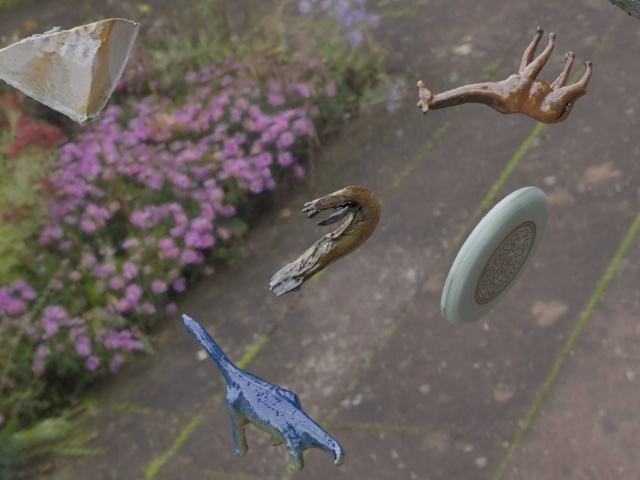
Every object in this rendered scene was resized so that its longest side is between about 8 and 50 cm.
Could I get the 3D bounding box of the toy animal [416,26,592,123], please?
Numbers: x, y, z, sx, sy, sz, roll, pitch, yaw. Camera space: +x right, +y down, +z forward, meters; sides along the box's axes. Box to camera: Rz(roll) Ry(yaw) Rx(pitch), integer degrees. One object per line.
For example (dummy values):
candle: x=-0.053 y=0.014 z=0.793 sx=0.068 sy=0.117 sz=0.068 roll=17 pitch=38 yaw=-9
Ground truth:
toy animal: x=0.294 y=-0.249 z=1.929 sx=0.230 sy=0.224 sz=0.066 roll=-52 pitch=-2 yaw=-1

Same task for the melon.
melon: x=-0.313 y=-0.211 z=1.490 sx=0.202 sy=0.139 sz=0.093 roll=-14 pitch=-5 yaw=-9

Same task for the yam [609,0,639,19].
yam: x=0.245 y=-0.288 z=1.104 sx=0.183 sy=0.107 sz=0.107 roll=28 pitch=45 yaw=8

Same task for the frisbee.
frisbee: x=0.121 y=0.013 z=0.815 sx=0.014 sy=0.110 sz=0.110 roll=37 pitch=58 yaw=27

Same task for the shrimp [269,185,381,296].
shrimp: x=0.000 y=0.000 z=1.820 sx=0.219 sy=0.152 sz=0.046 roll=-39 pitch=59 yaw=1

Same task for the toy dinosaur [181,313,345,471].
toy dinosaur: x=-0.068 y=0.186 z=1.465 sx=0.075 sy=0.188 sz=0.247 roll=-34 pitch=26 yaw=-32
